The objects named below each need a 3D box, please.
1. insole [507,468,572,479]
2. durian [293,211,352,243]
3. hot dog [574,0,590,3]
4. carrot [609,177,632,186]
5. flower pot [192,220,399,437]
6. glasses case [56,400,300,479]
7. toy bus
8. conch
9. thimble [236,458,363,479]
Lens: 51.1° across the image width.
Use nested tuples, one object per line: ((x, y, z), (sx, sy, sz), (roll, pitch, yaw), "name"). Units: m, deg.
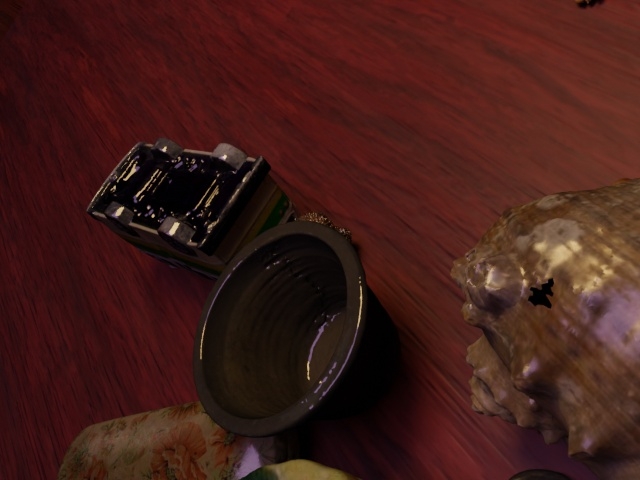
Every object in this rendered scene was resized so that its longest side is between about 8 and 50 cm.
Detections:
((0.149, 0.303, 0.493), (0.110, 0.012, 0.310), (-8, 34, 34), "insole")
((0.000, 0.000, 0.834), (0.091, 0.080, 0.080), (-32, 49, 52), "durian")
((0.302, -0.302, 0.749), (0.037, 0.021, 0.083), (-4, 69, 52), "hot dog")
((0.334, 0.009, 0.539), (0.225, 0.067, 0.067), (34, 94, 47), "carrot")
((-0.008, 0.111, 0.739), (0.235, 0.148, 0.236), (-21, 55, 33), "flower pot")
((-0.200, 0.297, 0.859), (0.425, 0.098, 0.157), (-20, 53, 34), "glasses case")
((-0.169, -0.032, 0.932), (0.305, 0.179, 0.143), (13, 65, 44), "toy bus")
((0.237, 0.076, 0.466), (0.297, 0.209, 0.352), (58, 144, 16), "conch")
((-0.010, 0.342, 0.599), (0.288, 0.167, 0.254), (-34, 41, 27), "thimble")
